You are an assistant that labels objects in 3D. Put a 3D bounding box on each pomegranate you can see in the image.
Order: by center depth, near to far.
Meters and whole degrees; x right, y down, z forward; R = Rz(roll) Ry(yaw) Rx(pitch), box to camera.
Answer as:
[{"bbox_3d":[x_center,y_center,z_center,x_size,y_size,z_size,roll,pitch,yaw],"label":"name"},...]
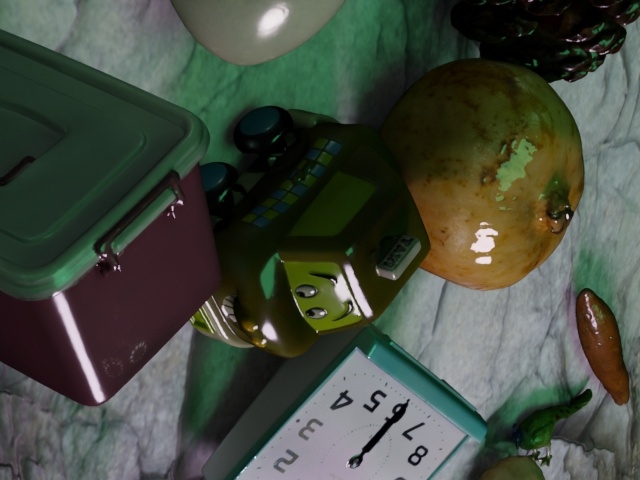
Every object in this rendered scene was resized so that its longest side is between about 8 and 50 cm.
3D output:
[{"bbox_3d":[0.167,-0.067,1.613,0.248,0.248,0.248,-20,117,-45],"label":"pomegranate"}]

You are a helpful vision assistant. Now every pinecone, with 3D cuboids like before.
[{"bbox_3d":[0.239,-0.287,1.631,0.246,0.246,0.292,-60,155,-16],"label":"pinecone"}]

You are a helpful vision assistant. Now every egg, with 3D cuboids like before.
[{"bbox_3d":[-0.048,-0.275,1.320,0.186,0.186,0.253,5,97,-51],"label":"egg"}]

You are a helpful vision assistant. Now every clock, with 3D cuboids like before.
[{"bbox_3d":[0.020,0.201,1.611,0.231,0.116,0.262,-48,137,2],"label":"clock"}]

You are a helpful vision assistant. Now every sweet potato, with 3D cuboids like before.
[{"bbox_3d":[0.382,0.150,2.088,0.057,0.057,0.265,-51,140,-26],"label":"sweet potato"}]

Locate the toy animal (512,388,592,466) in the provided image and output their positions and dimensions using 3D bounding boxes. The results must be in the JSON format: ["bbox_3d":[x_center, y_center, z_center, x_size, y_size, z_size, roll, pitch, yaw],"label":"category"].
[{"bbox_3d":[0.303,0.253,2.041,0.217,0.041,0.075,-13,111,-52],"label":"toy animal"}]

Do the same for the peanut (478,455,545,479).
[{"bbox_3d":[0.201,0.389,1.918,0.125,0.111,0.275,39,69,-33],"label":"peanut"}]

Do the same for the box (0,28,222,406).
[{"bbox_3d":[-0.220,-0.018,1.141,0.193,0.294,0.167,-45,144,-30],"label":"box"}]

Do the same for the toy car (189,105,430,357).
[{"bbox_3d":[0.000,0.000,1.464,0.248,0.198,0.204,-49,135,-27],"label":"toy car"}]
